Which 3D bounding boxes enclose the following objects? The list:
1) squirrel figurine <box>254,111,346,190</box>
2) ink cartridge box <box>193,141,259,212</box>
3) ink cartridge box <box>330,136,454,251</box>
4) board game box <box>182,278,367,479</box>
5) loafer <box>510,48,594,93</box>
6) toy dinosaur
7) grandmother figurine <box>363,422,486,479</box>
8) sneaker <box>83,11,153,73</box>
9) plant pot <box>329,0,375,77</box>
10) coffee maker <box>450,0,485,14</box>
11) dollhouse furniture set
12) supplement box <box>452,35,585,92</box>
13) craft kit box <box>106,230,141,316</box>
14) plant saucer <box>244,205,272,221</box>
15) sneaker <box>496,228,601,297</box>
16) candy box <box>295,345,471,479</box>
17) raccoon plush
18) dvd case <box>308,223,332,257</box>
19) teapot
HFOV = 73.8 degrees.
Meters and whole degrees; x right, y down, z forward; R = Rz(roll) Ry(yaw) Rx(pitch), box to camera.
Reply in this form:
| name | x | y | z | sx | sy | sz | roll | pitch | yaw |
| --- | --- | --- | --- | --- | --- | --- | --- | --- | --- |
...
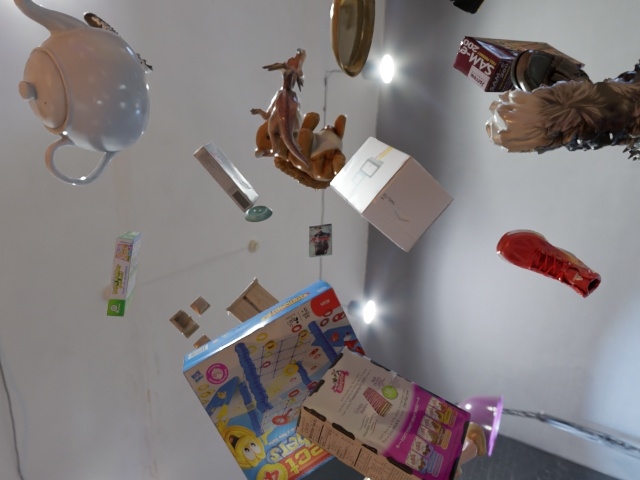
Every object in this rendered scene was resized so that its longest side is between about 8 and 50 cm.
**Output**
| name | x | y | z | sx | sy | sz | roll | pitch | yaw |
| --- | --- | --- | --- | --- | --- | --- | --- | --- | --- |
| squirrel figurine | -0.103 | -0.379 | 1.863 | 0.397 | 0.370 | 0.281 | 115 | 161 | -63 |
| ink cartridge box | -0.342 | -0.255 | 1.637 | 0.275 | 0.060 | 0.239 | 50 | -165 | -15 |
| ink cartridge box | 0.195 | -0.139 | 1.225 | 0.198 | 0.270 | 0.197 | 36 | -81 | -28 |
| board game box | -0.053 | 0.283 | 0.825 | 0.308 | 0.086 | 0.302 | -29 | -78 | -11 |
| loafer | 0.447 | -0.248 | 0.735 | 0.267 | 0.084 | 0.096 | 25 | -90 | -24 |
| toy dinosaur | -0.087 | -0.334 | 1.075 | 0.200 | 0.127 | 0.296 | 122 | 141 | -53 |
| grandmother figurine | 0.198 | 0.489 | 0.905 | 0.342 | 0.104 | 0.208 | -7 | -32 | -37 |
| sneaker | -0.646 | -0.588 | 1.322 | 0.106 | 0.078 | 0.234 | -45 | -67 | 1 |
| plant pot | 0.073 | -0.501 | 0.977 | 0.236 | 0.032 | 0.237 | 14 | -90 | -70 |
| coffee maker | 0.390 | -0.628 | 0.993 | 0.120 | 0.171 | 0.178 | -44 | -2 | -20 |
| dollhouse furniture set | -0.245 | 0.243 | 1.388 | 0.355 | 0.303 | 0.174 | -46 | -9 | -21 |
| supplement box | 0.428 | -0.379 | 0.924 | 0.239 | 0.130 | 0.073 | -7 | -44 | -21 |
| craft kit box | -0.648 | 0.101 | 1.417 | 0.060 | 0.250 | 0.247 | 5 | -86 | -17 |
| plant saucer | -0.259 | -0.116 | 1.770 | 0.119 | 0.119 | 0.021 | -46 | -41 | -44 |
| sneaker | 0.481 | 0.046 | 0.871 | 0.128 | 0.221 | 0.087 | -120 | 46 | -68 |
| candy box | 0.100 | 0.288 | 0.673 | 0.159 | 0.233 | 0.071 | -38 | -33 | -52 |
| raccoon plush | 0.457 | -0.121 | 0.574 | 0.299 | 0.446 | 0.216 | 64 | -146 | -53 |
| dvd case | 0.000 | 0.000 | 1.525 | 0.013 | 0.087 | 0.120 | 52 | -145 | -60 |
| teapot | -0.471 | -0.281 | 0.822 | 0.187 | 0.252 | 0.256 | -26 | -101 | -49 |
